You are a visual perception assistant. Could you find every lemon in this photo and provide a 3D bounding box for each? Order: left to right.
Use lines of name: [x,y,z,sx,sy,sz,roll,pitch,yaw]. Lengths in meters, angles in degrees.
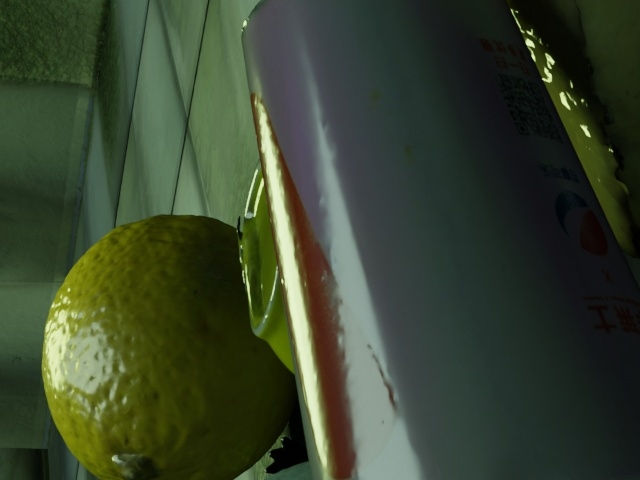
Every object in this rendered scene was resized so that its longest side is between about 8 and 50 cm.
lemon: [-0.137,0.107,1.529,0.267,0.267,0.267,-176,90,-75]

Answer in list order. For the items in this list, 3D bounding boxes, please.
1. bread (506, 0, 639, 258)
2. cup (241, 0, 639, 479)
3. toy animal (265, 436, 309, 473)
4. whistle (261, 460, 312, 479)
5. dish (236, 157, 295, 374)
bread: [0.034,-0.238,0.874,0.346,0.242,0.405,32,113,55]
cup: [0.060,0.014,0.779,0.203,0.203,0.288,122,136,-61]
toy animal: [0.027,0.193,1.132,0.179,0.116,0.218,-139,67,-72]
whistle: [0.067,0.184,0.955,0.404,0.188,0.168,-51,13,2]
dish: [0.000,0.000,1.298,0.221,0.108,0.262,110,158,-45]
